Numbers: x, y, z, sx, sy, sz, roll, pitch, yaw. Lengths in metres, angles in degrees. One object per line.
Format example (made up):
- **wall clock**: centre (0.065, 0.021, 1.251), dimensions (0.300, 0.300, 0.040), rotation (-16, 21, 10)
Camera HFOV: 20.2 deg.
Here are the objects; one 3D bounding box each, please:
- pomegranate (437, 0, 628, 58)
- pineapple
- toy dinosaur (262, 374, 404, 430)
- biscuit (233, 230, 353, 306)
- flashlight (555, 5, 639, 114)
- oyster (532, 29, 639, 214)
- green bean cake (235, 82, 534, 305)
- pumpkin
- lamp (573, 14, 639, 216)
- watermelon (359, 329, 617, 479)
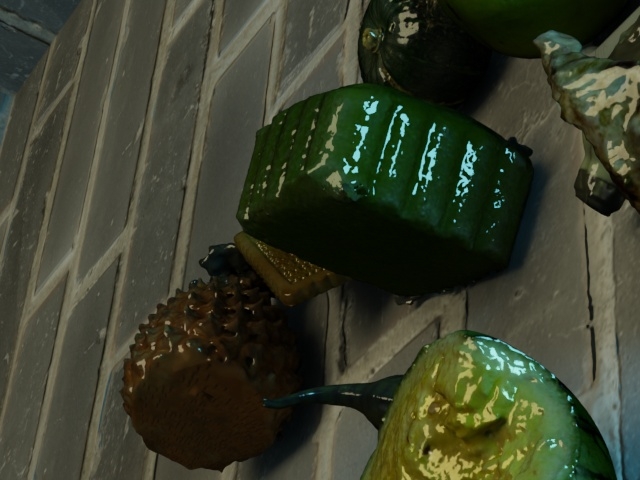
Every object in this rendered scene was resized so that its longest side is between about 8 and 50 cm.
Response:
- **pomegranate**: centre (0.248, -0.301, 1.815), dimensions (0.302, 0.236, 0.236), rotation (2, 67, 45)
- **pineapple**: centre (-0.114, 0.112, 2.250), dimensions (0.223, 0.223, 0.357), rotation (-51, 12, 33)
- **toy dinosaur**: centre (0.063, 0.157, 1.777), dimensions (0.187, 0.179, 0.087), rotation (-6, 62, 63)
- **biscuit**: centre (0.000, 0.000, 2.162), dimensions (0.172, 0.029, 0.254), rotation (-24, 21, -9)
- **flashlight**: centre (0.308, -0.188, 1.766), dimensions (0.200, 0.047, 0.093), rotation (-43, 30, 39)
- **oyster**: centre (0.323, -0.090, 1.483), dimensions (0.396, 0.111, 0.204), rotation (1, 78, 47)
- **green bean cake**: centre (0.066, -0.054, 1.902), dimensions (0.247, 0.250, 0.156), rotation (-24, 46, 61)
- **pumpkin**: centre (0.120, -0.232, 2.112), dimensions (0.190, 0.146, 0.190), rotation (-29, 51, 43)
- **lamp**: centre (0.302, -0.138, 1.648), dimensions (0.250, 0.101, 0.101), rotation (-62, 21, -2)
- **watermelon**: centre (0.144, 0.256, 1.476), dimensions (0.331, 0.189, 0.330), rotation (-164, 90, -81)
